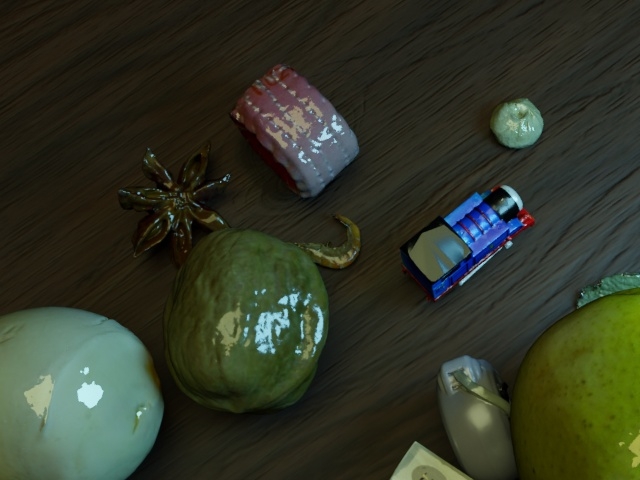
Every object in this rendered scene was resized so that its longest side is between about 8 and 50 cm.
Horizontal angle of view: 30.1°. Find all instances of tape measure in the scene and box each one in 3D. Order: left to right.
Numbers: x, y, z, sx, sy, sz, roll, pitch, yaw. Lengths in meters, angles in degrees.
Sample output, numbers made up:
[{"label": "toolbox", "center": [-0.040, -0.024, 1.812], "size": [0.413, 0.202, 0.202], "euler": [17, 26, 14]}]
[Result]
[{"label": "tape measure", "center": [0.233, 0.248, 1.648], "size": [0.105, 0.196, 0.178], "euler": [-21, 76, 10]}]

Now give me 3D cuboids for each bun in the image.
[{"label": "bun", "center": [0.307, -0.186, 1.863], "size": [0.086, 0.055, 0.086], "euler": [-2, 70, 7]}]

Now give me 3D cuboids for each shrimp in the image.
[{"label": "shrimp", "center": [0.000, 0.000, 1.857], "size": [0.127, 0.025, 0.091], "euler": [4, 71, 5]}]

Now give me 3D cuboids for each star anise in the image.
[{"label": "star anise", "center": [-0.225, -0.049, 1.865], "size": [0.212, 0.111, 0.196], "euler": [-36, 87, -37]}]

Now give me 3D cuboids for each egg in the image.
[{"label": "egg", "center": [-0.404, 0.235, 1.700], "size": [0.345, 0.283, 0.283], "euler": [-1, 70, 22]}]

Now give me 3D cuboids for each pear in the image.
[{"label": "pear", "center": [0.413, 0.231, 1.478], "size": [0.362, 0.418, 0.362], "euler": [1, 105, 5]}]

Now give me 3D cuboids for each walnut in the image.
[{"label": "walnut", "center": [-0.105, 0.116, 1.724], "size": [0.283, 0.227, 0.283], "euler": [-8, 65, 17]}]

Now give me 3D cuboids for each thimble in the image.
[{"label": "thimble", "center": [-0.040, -0.166, 1.850], "size": [0.125, 0.163, 0.189], "euler": [-41, 84, -8]}]

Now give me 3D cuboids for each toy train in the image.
[{"label": "toy train", "center": [0.218, -0.003, 1.769], "size": [0.204, 0.131, 0.083], "euler": [-39, 69, -6]}]

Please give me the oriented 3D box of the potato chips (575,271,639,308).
[{"label": "potato chips", "center": [0.476, 0.151, 1.716], "size": [0.167, 0.059, 0.228], "euler": [-20, 75, 8]}]

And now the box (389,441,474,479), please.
[{"label": "box", "center": [0.219, 0.383, 1.612], "size": [0.256, 0.164, 0.069], "euler": [32, 77, 17]}]
